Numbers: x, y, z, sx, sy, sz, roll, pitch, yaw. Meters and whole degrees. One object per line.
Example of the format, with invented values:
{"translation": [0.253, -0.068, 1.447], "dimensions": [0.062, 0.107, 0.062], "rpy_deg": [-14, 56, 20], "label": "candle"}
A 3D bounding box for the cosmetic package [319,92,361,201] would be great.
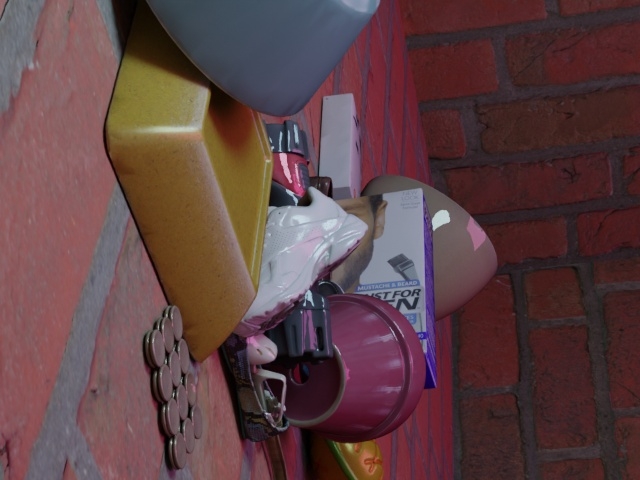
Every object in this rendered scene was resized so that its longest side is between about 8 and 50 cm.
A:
{"translation": [0.037, -0.144, 2.439], "dimensions": [0.099, 0.061, 0.239], "rpy_deg": [71, 16, -46], "label": "cosmetic package"}

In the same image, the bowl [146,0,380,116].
{"translation": [-0.050, -0.301, 1.435], "dimensions": [0.311, 0.163, 0.311], "rpy_deg": [40, 33, -33], "label": "bowl"}

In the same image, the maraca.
{"translation": [0.027, 0.302, 2.019], "dimensions": [0.185, 0.099, 0.127], "rpy_deg": [58, 1, -2], "label": "maraca"}

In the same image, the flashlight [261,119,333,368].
{"translation": [-0.055, 0.006, 1.714], "dimensions": [0.103, 0.103, 0.304], "rpy_deg": [139, -50, -65], "label": "flashlight"}

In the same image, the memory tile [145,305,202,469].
{"translation": [-0.146, 0.146, 1.382], "dimensions": [0.113, 0.012, 0.148], "rpy_deg": [-65, 146, -71], "label": "memory tile"}

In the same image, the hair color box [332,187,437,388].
{"translation": [0.087, 0.082, 2.218], "dimensions": [0.110, 0.185, 0.338], "rpy_deg": [71, 16, -46], "label": "hair color box"}

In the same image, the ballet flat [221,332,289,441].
{"translation": [-0.075, 0.151, 1.626], "dimensions": [0.070, 0.070, 0.188], "rpy_deg": [-78, 158, -61], "label": "ballet flat"}

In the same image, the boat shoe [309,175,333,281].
{"translation": [0.000, 0.000, 2.116], "dimensions": [0.073, 0.073, 0.207], "rpy_deg": [-77, 159, -64], "label": "boat shoe"}

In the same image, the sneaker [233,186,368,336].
{"translation": [-0.051, 0.021, 1.609], "dimensions": [0.232, 0.115, 0.090], "rpy_deg": [-43, 176, -41], "label": "sneaker"}

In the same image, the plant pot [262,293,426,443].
{"translation": [0.014, 0.171, 1.801], "dimensions": [0.180, 0.201, 0.201], "rpy_deg": [0, 84, -64], "label": "plant pot"}

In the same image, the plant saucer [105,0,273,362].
{"translation": [-0.122, -0.096, 1.486], "dimensions": [0.332, 0.081, 0.332], "rpy_deg": [-86, 164, -46], "label": "plant saucer"}

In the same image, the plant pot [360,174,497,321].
{"translation": [0.144, 0.048, 2.460], "dimensions": [0.191, 0.284, 0.284], "rpy_deg": [-51, 146, -25], "label": "plant pot"}

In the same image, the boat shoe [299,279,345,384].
{"translation": [0.000, 0.135, 2.003], "dimensions": [0.076, 0.080, 0.228], "rpy_deg": [94, 7, -48], "label": "boat shoe"}

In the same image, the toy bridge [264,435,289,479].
{"translation": [-0.054, 0.318, 1.741], "dimensions": [0.063, 0.026, 0.188], "rpy_deg": [-42, 125, -79], "label": "toy bridge"}
